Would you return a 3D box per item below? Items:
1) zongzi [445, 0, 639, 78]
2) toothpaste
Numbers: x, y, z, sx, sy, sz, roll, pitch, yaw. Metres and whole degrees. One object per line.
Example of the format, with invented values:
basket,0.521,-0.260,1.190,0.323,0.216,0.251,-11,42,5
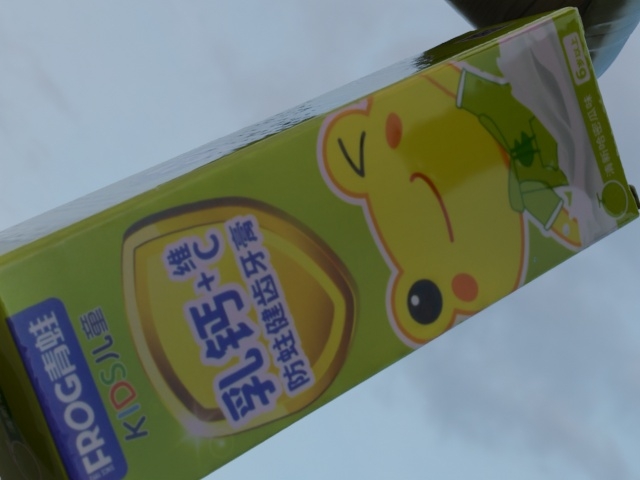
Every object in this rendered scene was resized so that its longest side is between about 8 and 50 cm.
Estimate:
zongzi,0.193,-0.397,1.324,0.447,0.181,0.418,42,-52,0
toothpaste,0.000,0.000,0.581,0.077,0.327,0.110,-1,-69,54
